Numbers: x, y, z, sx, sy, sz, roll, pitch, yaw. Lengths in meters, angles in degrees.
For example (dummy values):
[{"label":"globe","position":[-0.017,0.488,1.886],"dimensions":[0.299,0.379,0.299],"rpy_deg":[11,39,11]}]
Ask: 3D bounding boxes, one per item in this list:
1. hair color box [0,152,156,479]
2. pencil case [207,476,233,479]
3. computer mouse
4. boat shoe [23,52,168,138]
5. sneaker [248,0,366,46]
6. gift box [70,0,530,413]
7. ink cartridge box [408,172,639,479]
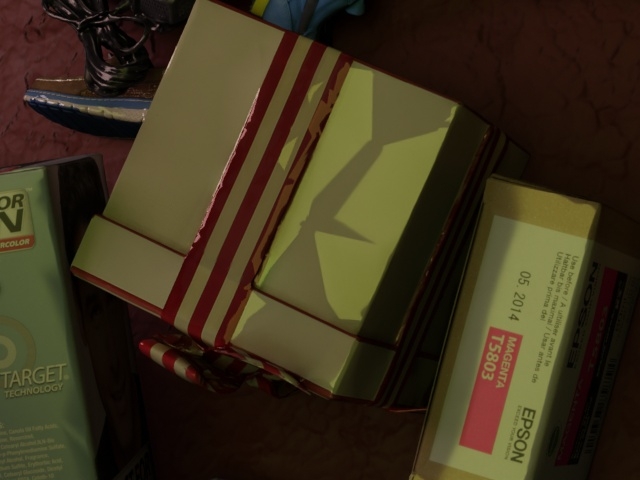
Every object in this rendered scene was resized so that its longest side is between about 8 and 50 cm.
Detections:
[{"label":"hair color box","position":[-0.207,0.129,1.415],"dimensions":[0.114,0.185,0.374],"rpy_deg":[-9,95,7]},{"label":"pencil case","position":[-0.011,0.246,1.434],"dimensions":[0.206,0.088,0.086],"rpy_deg":[13,88,21]},{"label":"computer mouse","position":[-0.097,-0.242,1.510],"dimensions":[0.272,0.072,0.188],"rpy_deg":[-41,48,12]},{"label":"boat shoe","position":[-0.157,-0.122,1.536],"dimensions":[0.183,0.066,0.066],"rpy_deg":[9,75,19]},{"label":"sneaker","position":[0.024,-0.234,1.449],"dimensions":[0.082,0.069,0.209],"rpy_deg":[37,125,5]},{"label":"gift box","position":[0.000,0.000,1.364],"dimensions":[0.276,0.255,0.258],"rpy_deg":[26,92,25]},{"label":"ink cartridge box","position":[0.155,0.083,1.332],"dimensions":[0.088,0.193,0.234],"rpy_deg":[15,91,21]}]
